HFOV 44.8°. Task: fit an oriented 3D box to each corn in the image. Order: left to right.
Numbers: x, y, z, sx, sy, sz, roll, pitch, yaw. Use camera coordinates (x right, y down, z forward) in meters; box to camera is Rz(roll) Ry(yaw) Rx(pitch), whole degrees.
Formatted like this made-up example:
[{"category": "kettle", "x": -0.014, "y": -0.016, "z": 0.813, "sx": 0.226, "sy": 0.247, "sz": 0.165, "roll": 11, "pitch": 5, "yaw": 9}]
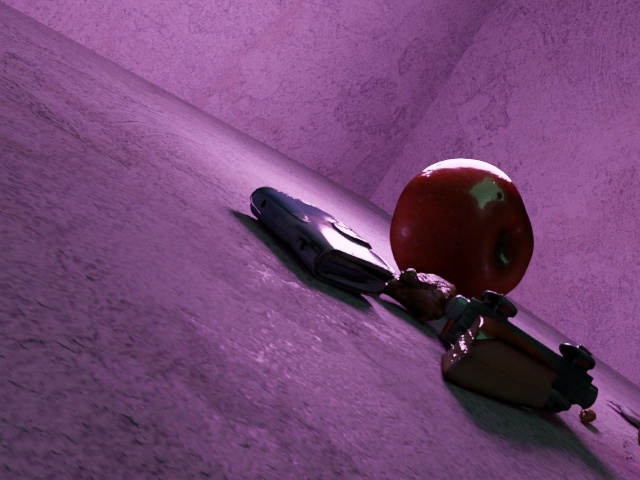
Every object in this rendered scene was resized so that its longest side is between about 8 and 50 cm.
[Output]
[{"category": "corn", "x": 0.504, "y": 0.330, "z": 1.460, "sx": 0.028, "sy": 0.027, "sz": 0.083, "roll": 55, "pitch": 15, "yaw": 27}]

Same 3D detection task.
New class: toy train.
[{"category": "toy train", "x": 0.330, "y": 0.192, "z": 1.321, "sx": 0.285, "sy": 0.116, "sz": 0.177, "roll": 33, "pitch": -14, "yaw": 5}]

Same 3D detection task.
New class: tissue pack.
[{"category": "tissue pack", "x": 0.796, "y": 0.451, "z": 1.901, "sx": 0.193, "sy": 0.026, "sz": 0.122, "roll": 33, "pitch": 7, "yaw": 3}]

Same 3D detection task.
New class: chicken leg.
[{"category": "chicken leg", "x": 0.160, "y": 0.092, "z": 1.396, "sx": 0.207, "sy": 0.085, "sz": 0.101, "roll": 19, "pitch": 24, "yaw": -28}]

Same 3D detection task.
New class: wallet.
[{"category": "wallet", "x": 0.000, "y": 0.000, "z": 1.311, "sx": 0.176, "sy": 0.075, "sz": 0.250, "roll": 23, "pitch": 13, "yaw": -38}]

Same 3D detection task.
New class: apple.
[{"category": "apple", "x": 0.325, "y": -0.015, "z": 1.771, "sx": 0.348, "sy": 0.349, "sz": 0.276, "roll": 26, "pitch": -8, "yaw": -42}]

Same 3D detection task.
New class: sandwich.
[{"category": "sandwich", "x": 0.260, "y": 0.180, "z": 1.160, "sx": 0.258, "sy": 0.094, "sz": 0.096, "roll": 28, "pitch": 13, "yaw": -43}]

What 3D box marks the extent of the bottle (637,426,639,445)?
[{"category": "bottle", "x": 0.724, "y": 0.422, "z": 1.451, "sx": 0.112, "sy": 0.112, "sz": 0.260, "roll": 28, "pitch": 8, "yaw": -32}]
